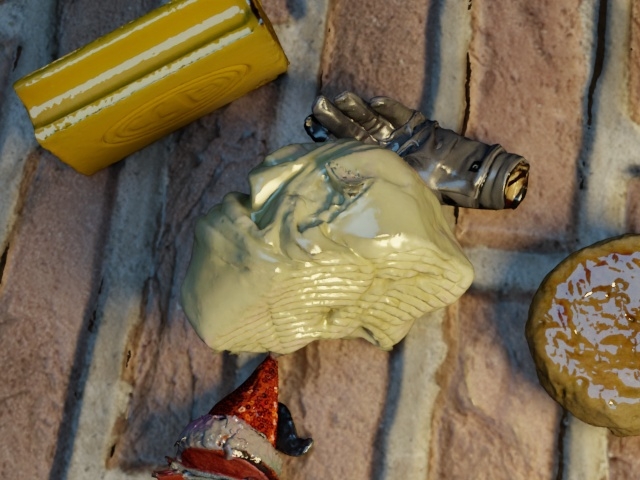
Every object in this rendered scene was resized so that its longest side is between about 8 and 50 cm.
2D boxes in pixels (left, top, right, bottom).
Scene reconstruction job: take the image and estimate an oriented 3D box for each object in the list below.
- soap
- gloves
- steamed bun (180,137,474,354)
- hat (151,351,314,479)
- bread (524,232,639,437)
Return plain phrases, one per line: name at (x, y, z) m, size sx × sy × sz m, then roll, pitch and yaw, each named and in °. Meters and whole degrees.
soap at (-0.203, -0.207, 1.859) m, size 0.324 × 0.204 × 0.096 m, roll -27°, pitch 78°, yaw 4°
gloves at (0.111, -0.097, 1.789) m, size 0.285 × 0.119 × 0.142 m, roll 24°, pitch 66°, yaw 6°
steamed bun at (0.000, 0.000, 1.692) m, size 0.320 × 0.275 × 0.206 m, roll -1°, pitch 55°, yaw -26°
hat at (-0.090, 0.200, 1.751) m, size 0.140 × 0.129 × 0.227 m, roll -6°, pitch 49°, yaw 37°
bread at (0.344, 0.108, 1.653) m, size 0.230 × 0.123 × 0.230 m, roll -4°, pitch 75°, yaw 14°
